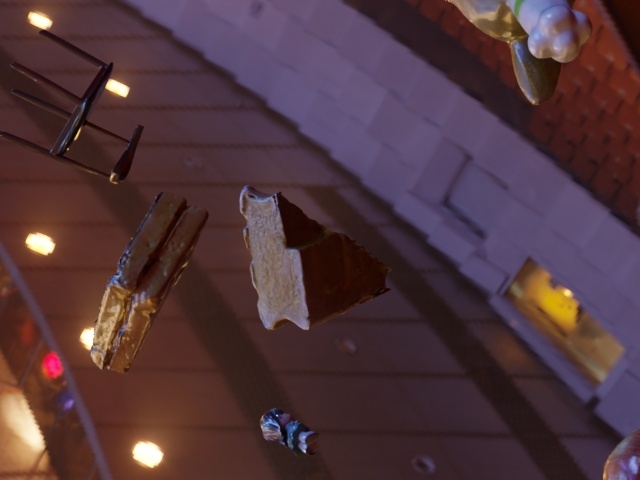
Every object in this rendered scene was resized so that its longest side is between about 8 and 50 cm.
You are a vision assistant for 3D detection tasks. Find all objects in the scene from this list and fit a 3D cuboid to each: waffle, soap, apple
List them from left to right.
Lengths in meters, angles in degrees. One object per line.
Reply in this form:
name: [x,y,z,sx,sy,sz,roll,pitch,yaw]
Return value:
waffle: [-0.305,0.080,1.995,0.098,0.327,0.224,28,-125,-1]
soap: [0.000,0.000,2.426,0.169,0.304,0.339,0,-166,38]
apple: [0.440,0.316,1.489,0.146,0.131,0.146,4,-113,-9]

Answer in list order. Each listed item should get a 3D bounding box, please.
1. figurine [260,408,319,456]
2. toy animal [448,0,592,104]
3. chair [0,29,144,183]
figurine: [-0.044,0.281,1.657,0.047,0.060,0.106,-35,-147,-29]
toy animal: [0.200,-0.292,1.169,0.363,0.180,0.181,53,175,35]
chair: [-0.449,-0.240,2.128,0.272,0.166,0.188,29,-148,-12]
